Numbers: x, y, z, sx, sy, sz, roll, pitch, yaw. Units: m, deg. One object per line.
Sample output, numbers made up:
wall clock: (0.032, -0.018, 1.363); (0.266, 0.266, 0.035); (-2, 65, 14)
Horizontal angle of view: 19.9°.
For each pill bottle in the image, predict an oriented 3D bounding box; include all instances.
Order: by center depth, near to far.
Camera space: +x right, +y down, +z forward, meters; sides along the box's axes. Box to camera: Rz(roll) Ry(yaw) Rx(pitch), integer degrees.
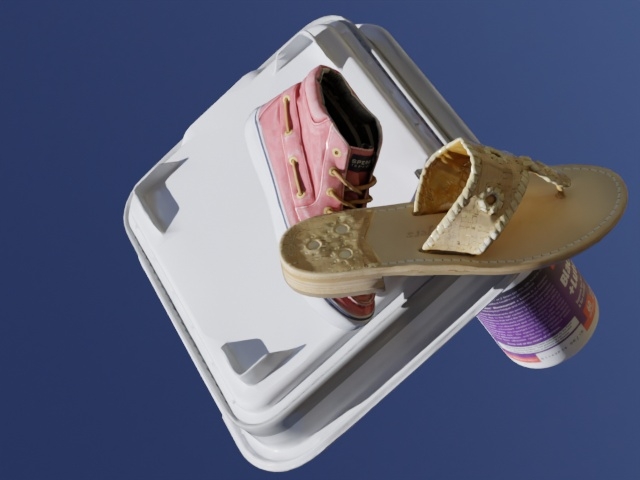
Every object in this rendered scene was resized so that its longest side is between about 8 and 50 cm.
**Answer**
pill bottle: (0.184, 0.030, 1.767); (0.193, 0.108, 0.108); (50, -151, -40)

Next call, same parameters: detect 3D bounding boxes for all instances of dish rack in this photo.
dish rack: (-0.017, -0.018, 1.404); (0.072, 0.285, 0.333); (38, -167, -44)

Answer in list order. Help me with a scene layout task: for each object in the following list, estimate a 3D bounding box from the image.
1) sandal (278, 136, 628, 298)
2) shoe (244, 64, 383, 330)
sandal: (0.088, -0.027, 1.194); (0.079, 0.240, 0.088); (81, 174, -45)
shoe: (0.010, -0.031, 1.269); (0.063, 0.081, 0.178); (-4, -114, -46)
